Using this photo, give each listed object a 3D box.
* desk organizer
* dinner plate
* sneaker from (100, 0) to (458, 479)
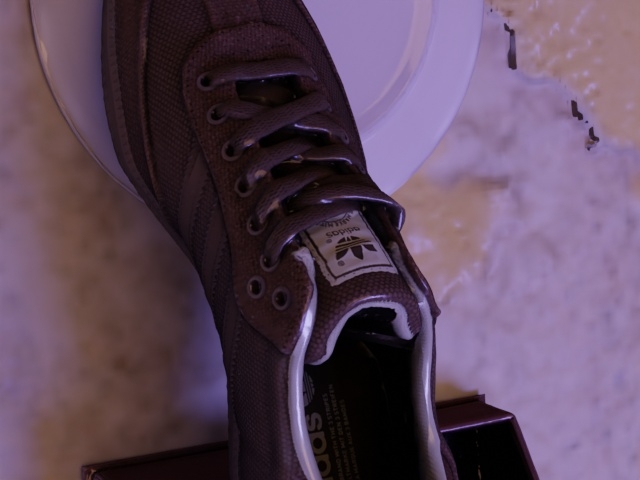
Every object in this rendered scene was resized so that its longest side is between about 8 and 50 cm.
[{"bbox_3d":[0.004,0.080,0.458,0.130,0.050,0.047,-8,98,-25],"label":"desk organizer"},{"bbox_3d":[-0.012,-0.070,0.457,0.141,0.017,0.141,-3,96,-24],"label":"dinner plate"},{"bbox_3d":[0.000,0.000,0.400,0.066,0.071,0.188,-14,85,-29],"label":"sneaker"}]
